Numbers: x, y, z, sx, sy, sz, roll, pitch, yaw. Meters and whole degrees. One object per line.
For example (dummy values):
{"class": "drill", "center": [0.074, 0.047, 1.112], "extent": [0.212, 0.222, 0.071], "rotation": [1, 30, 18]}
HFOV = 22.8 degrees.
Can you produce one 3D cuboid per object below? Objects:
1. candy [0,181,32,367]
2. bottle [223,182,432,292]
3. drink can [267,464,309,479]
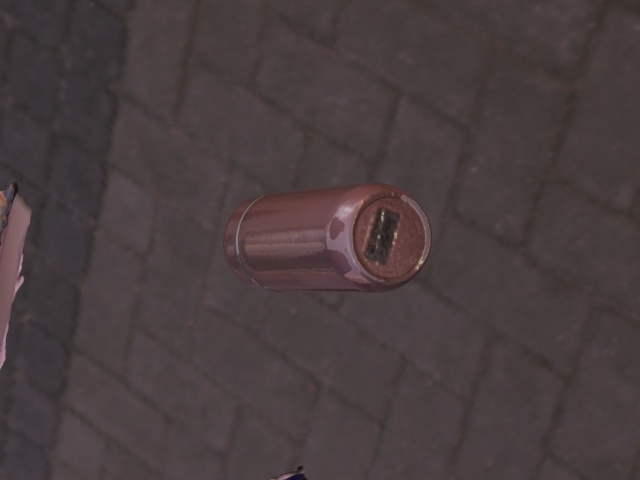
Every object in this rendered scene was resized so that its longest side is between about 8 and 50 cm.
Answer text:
{"class": "candy", "center": [-0.347, 0.070, 1.453], "extent": [0.116, 0.155, 0.265], "rotation": [11, 83, -2]}
{"class": "bottle", "center": [0.000, 0.000, 0.789], "extent": [0.140, 0.053, 0.053], "rotation": [-3, 106, 62]}
{"class": "drink can", "center": [-0.015, 0.345, 1.540], "extent": [0.097, 0.097, 0.235], "rotation": [-32, 76, 43]}
